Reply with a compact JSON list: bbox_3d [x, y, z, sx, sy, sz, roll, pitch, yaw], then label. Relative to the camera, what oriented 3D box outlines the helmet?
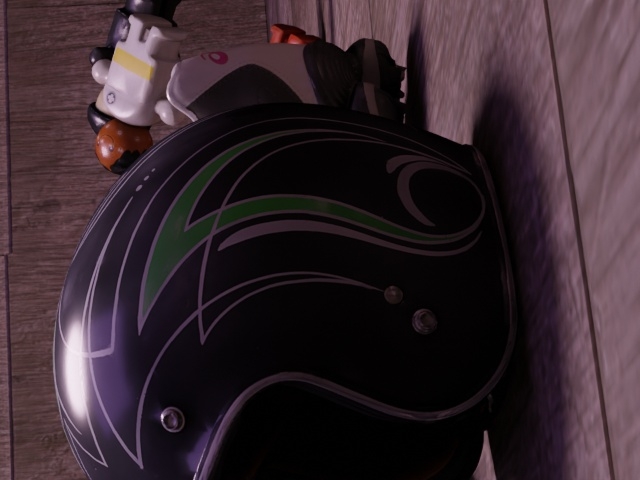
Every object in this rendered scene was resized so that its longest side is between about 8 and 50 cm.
[{"bbox_3d":[-0.017,0.033,0.609,0.169,0.162,0.169,176,90,-87],"label":"helmet"}]

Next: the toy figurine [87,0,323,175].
[{"bbox_3d":[-0.099,-0.117,1.441,0.209,0.213,0.148,-110,36,-68],"label":"toy figurine"}]

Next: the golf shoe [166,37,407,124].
[{"bbox_3d":[-0.028,0.013,0.883,0.105,0.120,0.272,-94,10,-57],"label":"golf shoe"}]
